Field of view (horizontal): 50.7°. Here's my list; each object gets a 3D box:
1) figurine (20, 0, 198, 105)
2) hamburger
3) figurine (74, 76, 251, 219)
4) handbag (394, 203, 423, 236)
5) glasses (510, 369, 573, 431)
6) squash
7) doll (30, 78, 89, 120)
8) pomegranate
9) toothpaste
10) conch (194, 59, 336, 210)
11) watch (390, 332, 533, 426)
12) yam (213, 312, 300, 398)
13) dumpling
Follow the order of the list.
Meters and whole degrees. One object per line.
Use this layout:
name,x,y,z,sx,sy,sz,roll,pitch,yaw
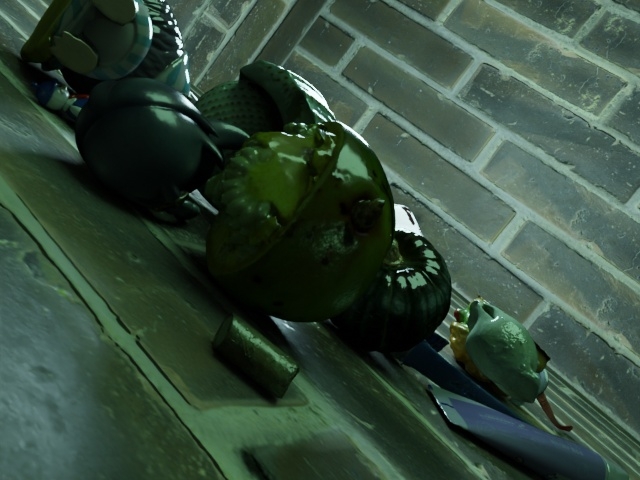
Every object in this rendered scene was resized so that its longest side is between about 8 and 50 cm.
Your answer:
figurine,-0.314,-0.322,1.250,0.378,0.266,0.361,33,7,-34
hamburger,0.380,0.241,1.509,0.237,0.149,0.237,44,2,-2
figurine,-0.221,-0.133,0.953,0.197,0.175,0.265,47,19,26
handbag,0.071,-0.018,1.408,0.275,0.084,0.260,9,26,-9
glasses,0.500,0.375,1.675,0.268,0.118,0.234,56,-5,-32
squash,0.104,0.075,1.066,0.218,0.172,0.218,19,45,-20
doll,-0.392,-0.214,1.077,0.143,0.057,0.099,26,12,-30
pomegranate,-0.040,-0.022,0.891,0.260,0.260,0.341,35,-16,-18
toothpaste,0.341,0.332,1.098,0.371,0.080,0.125,30,10,-16
conch,-0.079,-0.138,1.155,0.215,0.303,0.319,-13,80,-55
watch,0.215,0.228,1.201,0.274,0.068,0.276,37,6,-41
yam,-0.065,0.112,0.663,0.094,0.043,0.043,37,8,4
dumpling,0.330,0.218,1.280,0.108,0.152,0.219,1,46,-33
